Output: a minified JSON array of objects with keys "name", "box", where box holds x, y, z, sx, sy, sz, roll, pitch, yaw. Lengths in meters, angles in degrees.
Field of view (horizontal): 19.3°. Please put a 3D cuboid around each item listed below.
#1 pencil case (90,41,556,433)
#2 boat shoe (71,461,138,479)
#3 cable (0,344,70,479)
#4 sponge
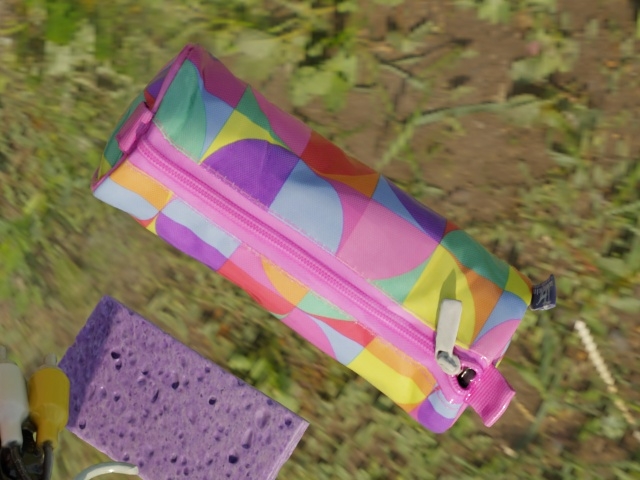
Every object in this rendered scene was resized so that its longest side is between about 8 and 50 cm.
[{"name":"pencil case","box":[0.000,0.000,0.951,0.236,0.104,0.104,34,86,-4]},{"name":"boat shoe","box":[-0.112,0.134,0.687,0.254,0.095,0.079,2,133,-5]},{"name":"cable","box":[-0.229,0.182,1.413,0.139,0.287,0.072,-11,124,-19]},{"name":"sponge","box":[-0.128,0.148,1.606,0.210,0.031,0.117,32,90,12]}]
